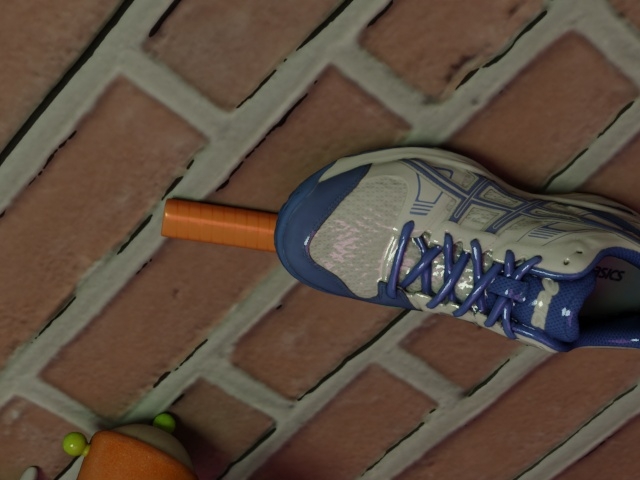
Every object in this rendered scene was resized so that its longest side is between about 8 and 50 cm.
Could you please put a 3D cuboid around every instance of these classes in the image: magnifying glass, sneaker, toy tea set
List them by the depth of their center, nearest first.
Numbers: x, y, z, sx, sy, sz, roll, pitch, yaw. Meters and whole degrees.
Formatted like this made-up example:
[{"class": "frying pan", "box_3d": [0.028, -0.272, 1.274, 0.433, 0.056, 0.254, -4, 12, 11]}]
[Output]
[{"class": "sneaker", "box_3d": [0.120, 0.012, 0.671, 0.296, 0.131, 0.112, 5, 111, -13]}, {"class": "magnifying glass", "box_3d": [0.000, 0.000, 0.741, 0.230, 0.026, 0.092, 9, 121, -7]}, {"class": "toy tea set", "box_3d": [-0.068, 0.253, 0.850, 0.200, 0.124, 0.336, 7, 150, 33]}]

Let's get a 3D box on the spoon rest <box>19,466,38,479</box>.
[{"class": "spoon rest", "box_3d": [-0.378, 0.207, 0.823, 0.276, 0.084, 0.137, 11, 121, -10]}]
